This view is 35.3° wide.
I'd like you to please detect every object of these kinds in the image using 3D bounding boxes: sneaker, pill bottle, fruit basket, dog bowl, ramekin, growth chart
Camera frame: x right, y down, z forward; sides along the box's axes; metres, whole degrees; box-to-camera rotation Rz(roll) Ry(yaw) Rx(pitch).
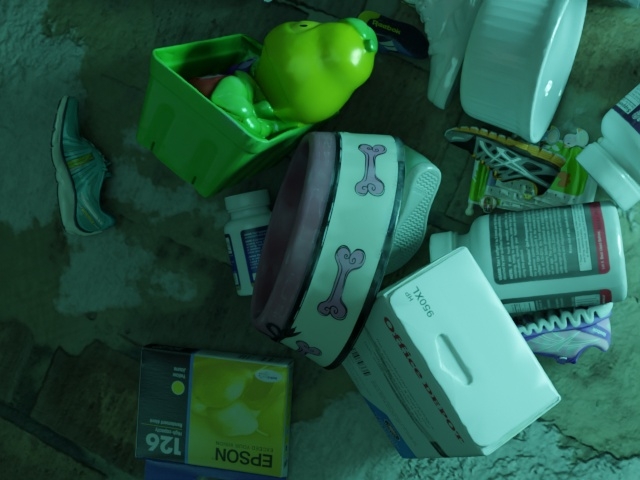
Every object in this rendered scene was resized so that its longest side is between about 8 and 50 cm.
[{"bbox_3d":[0.198,-0.388,1.780,0.169,0.108,0.292,18,88,9],"label":"sneaker"},{"bbox_3d":[0.356,0.035,1.738,0.319,0.176,0.176,-7,93,13],"label":"pill bottle"},{"bbox_3d":[-0.120,0.003,1.880,0.112,0.112,0.186,-11,92,14],"label":"pill bottle"},{"bbox_3d":[0.580,-0.193,1.672,0.301,0.169,0.169,-44,84,13],"label":"pill bottle"},{"bbox_3d":[0.129,-0.367,1.826,0.144,0.059,0.053,25,68,-5],"label":"sneaker"},{"bbox_3d":[0.126,-0.066,1.845,0.151,0.094,0.255,53,132,43],"label":"sneaker"},{"bbox_3d":[0.410,0.177,1.785,0.237,0.095,0.104,-16,98,13],"label":"sneaker"},{"bbox_3d":[-0.090,-0.274,1.720,0.283,0.392,0.392,40,102,7],"label":"fruit basket"},{"bbox_3d":[0.000,0.000,1.675,0.150,0.408,0.407,17,99,-10],"label":"dog bowl"},{"bbox_3d":[0.335,-0.312,1.672,0.135,0.277,0.277,19,99,19],"label":"ramekin"},{"bbox_3d":[0.316,-0.145,1.762,0.215,0.084,0.083,21,102,10],"label":"sneaker"},{"bbox_3d":[-0.465,-0.148,1.971,0.110,0.107,0.275,-8,98,-6],"label":"sneaker"},{"bbox_3d":[0.385,-0.121,1.800,0.237,0.021,0.171,5,94,12],"label":"growth chart"}]

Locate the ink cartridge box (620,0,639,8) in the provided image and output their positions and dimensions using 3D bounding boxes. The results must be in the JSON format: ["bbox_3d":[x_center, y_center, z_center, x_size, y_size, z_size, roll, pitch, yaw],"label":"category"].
[{"bbox_3d":[0.508,-0.531,1.660,0.168,0.171,0.232,28,100,11],"label":"ink cartridge box"}]

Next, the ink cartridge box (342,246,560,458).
[{"bbox_3d":[0.183,0.201,1.670,0.166,0.395,0.285,-31,87,-18],"label":"ink cartridge box"}]

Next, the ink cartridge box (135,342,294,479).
[{"bbox_3d":[-0.209,0.368,1.954,0.304,0.072,0.307,4,94,12],"label":"ink cartridge box"}]
